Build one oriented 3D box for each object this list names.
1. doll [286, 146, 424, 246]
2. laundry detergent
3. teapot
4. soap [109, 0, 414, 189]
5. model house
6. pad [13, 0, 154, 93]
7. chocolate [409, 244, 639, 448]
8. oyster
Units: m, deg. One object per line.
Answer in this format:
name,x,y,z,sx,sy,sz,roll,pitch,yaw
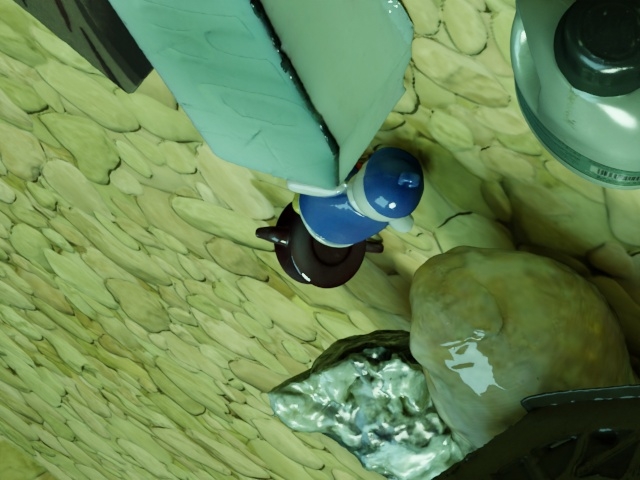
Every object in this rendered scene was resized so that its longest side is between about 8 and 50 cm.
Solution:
doll,0.028,-0.029,1.155,0.099,0.057,0.143,20,164,-21
laundry detergent,0.127,-0.075,0.780,0.099,0.070,0.226,53,-175,8
teapot,0.000,0.000,1.252,0.100,0.068,0.045,8,180,-33
soap,-0.041,-0.135,0.979,0.145,0.091,0.230,14,152,37
model house,0.229,0.184,1.031,0.211,0.243,0.204,50,-171,-41
pad,-0.173,-0.208,1.148,0.220,0.004,0.330,38,159,-8
chocolate,0.160,0.110,1.161,0.134,0.134,0.309,13,153,45
oyster,0.109,0.162,1.334,0.351,0.158,0.162,27,139,-27
